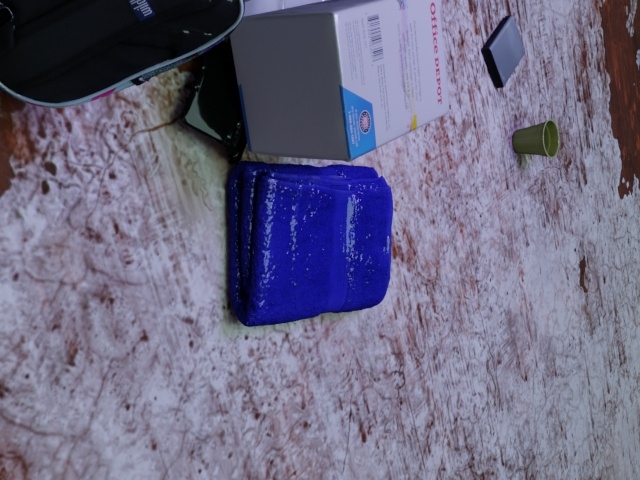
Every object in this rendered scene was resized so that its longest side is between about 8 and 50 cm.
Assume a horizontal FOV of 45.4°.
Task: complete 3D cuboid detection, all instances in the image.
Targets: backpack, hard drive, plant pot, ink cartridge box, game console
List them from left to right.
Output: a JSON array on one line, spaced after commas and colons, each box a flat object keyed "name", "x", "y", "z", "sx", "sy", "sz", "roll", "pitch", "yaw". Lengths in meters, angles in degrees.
[{"name": "backpack", "x": -0.226, "y": -0.257, "z": 0.731, "sx": 0.253, "sy": 0.191, "sz": 0.225, "roll": -29, "pitch": 119, "yaw": -3}, {"name": "game console", "x": -0.122, "y": -0.177, "z": 0.987, "sx": 0.107, "sy": 0.071, "sz": 0.122, "roll": 100, "pitch": 9, "yaw": -76}, {"name": "ink cartridge box", "x": 0.032, "y": -0.217, "z": 0.974, "sx": 0.232, "sy": 0.168, "sz": 0.171, "roll": -29, "pitch": 119, "yaw": -45}, {"name": "hard drive", "x": 0.382, "y": -0.394, "z": 1.593, "sx": 0.135, "sy": 0.022, "sz": 0.094, "roll": -54, "pitch": 128, "yaw": -34}, {"name": "plant pot", "x": 0.459, "y": -0.215, "z": 1.640, "sx": 0.083, "sy": 0.079, "sz": 0.083, "roll": 0, "pitch": 91, "yaw": -49}]

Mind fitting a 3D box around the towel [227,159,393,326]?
[{"name": "towel", "x": 0.000, "y": 0.000, "z": 1.104, "sx": 0.308, "sy": 0.076, "sz": 0.228, "roll": -3, "pitch": 92, "yaw": -50}]

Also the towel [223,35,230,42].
[{"name": "towel", "x": -0.176, "y": -0.275, "z": 0.933, "sx": 0.148, "sy": 0.027, "sz": 0.110, "roll": -38, "pitch": 118, "yaw": -42}]

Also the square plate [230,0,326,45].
[{"name": "square plate", "x": 0.023, "y": -0.364, "z": 1.138, "sx": 0.347, "sy": 0.049, "sz": 0.344, "roll": 23, "pitch": 70, "yaw": -50}]
